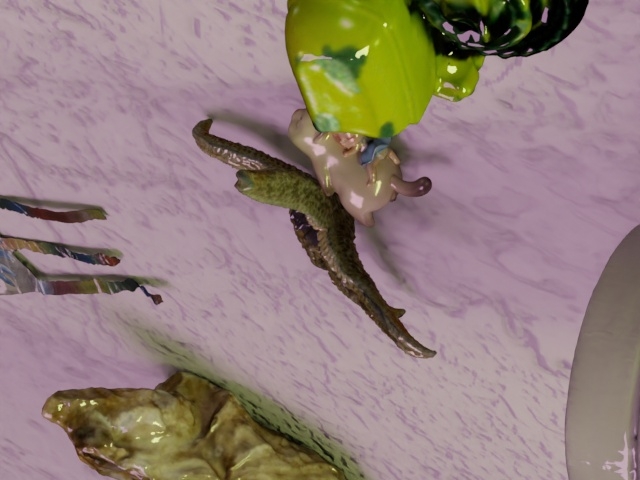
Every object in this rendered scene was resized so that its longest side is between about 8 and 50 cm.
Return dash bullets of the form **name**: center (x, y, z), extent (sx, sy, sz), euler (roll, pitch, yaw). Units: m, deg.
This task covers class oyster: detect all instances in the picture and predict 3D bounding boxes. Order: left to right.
- **oyster**: center (-0.065, 0.194, 1.510), extent (0.341, 0.110, 0.166), euler (33, 158, -11)

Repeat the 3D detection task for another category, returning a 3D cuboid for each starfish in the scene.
- **starfish**: center (0.002, -0.001, 1.139), extent (0.217, 0.050, 0.223), euler (53, -172, 27)

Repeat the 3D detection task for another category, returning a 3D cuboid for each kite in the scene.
- **kite**: center (-0.258, -0.004, 1.467), extent (0.310, 0.015, 0.169), euler (0, 139, 45)

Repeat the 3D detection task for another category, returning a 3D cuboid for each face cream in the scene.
- **face cream**: center (0.230, 0.083, 0.958), extent (0.152, 0.177, 0.177), euler (10, 146, 31)

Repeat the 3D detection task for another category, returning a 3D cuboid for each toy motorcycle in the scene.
- **toy motorcycle**: center (-0.024, -0.190, 0.794), extent (0.206, 0.142, 0.342), euler (6, 142, 41)

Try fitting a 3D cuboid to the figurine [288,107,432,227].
- **figurine**: center (0.024, -0.052, 1.087), extent (0.083, 0.047, 0.050), euler (45, 135, -11)
